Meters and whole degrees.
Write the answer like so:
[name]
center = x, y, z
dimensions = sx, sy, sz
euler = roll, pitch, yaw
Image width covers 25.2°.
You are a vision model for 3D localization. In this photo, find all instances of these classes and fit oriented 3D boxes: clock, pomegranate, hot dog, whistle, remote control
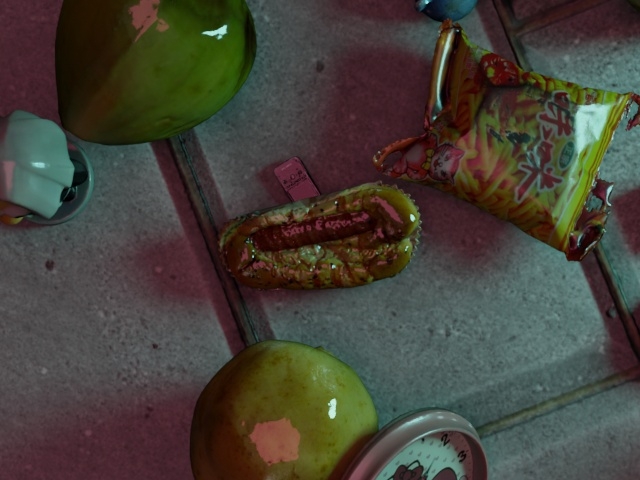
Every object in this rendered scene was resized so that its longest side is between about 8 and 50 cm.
[clock]
center = 0.101, 0.308, 1.677
dimensions = 0.056, 0.244, 0.244
euler = 31, 91, 45
[pomegranate]
center = -0.044, 0.231, 1.688
dimensions = 0.233, 0.233, 0.233
euler = 0, 88, 5
[hot dog]
center = 0.000, 0.000, 1.755
dimensions = 0.252, 0.069, 0.131
euler = -8, 106, 7
[whistle]
center = 0.167, -0.318, 1.767
dimensions = 0.158, 0.090, 0.090
euler = -36, 84, -37
[remote control]
center = -0.020, -0.058, 1.796
dimensions = 0.039, 0.014, 0.096
euler = -31, 86, 4

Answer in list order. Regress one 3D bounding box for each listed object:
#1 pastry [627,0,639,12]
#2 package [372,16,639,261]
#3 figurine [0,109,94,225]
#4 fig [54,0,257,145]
[pastry]
center = 0.420, -0.301, 1.702
dimensions = 0.156, 0.156, 0.092
euler = 33, 96, 6
[package]
center = 0.234, -0.125, 1.735
dimensions = 0.288, 0.108, 0.223
euler = 25, 85, -2
[figurine]
center = -0.370, -0.083, 1.716
dimensions = 0.176, 0.236, 0.133
euler = -2, 88, 4
[fig]
center = -0.213, -0.233, 1.711
dimensions = 0.239, 0.239, 0.271
euler = 45, 89, 5
